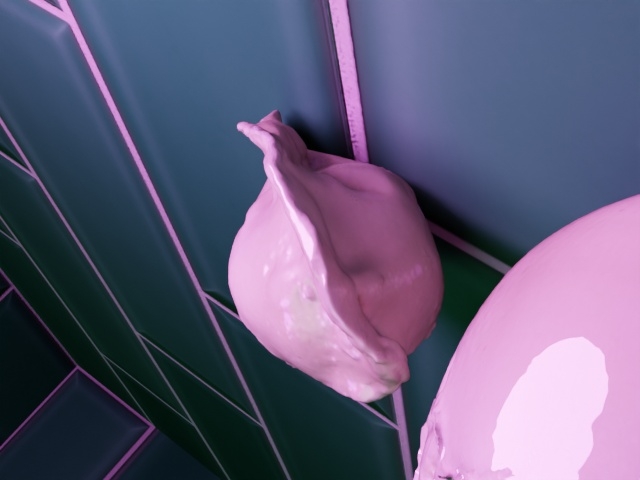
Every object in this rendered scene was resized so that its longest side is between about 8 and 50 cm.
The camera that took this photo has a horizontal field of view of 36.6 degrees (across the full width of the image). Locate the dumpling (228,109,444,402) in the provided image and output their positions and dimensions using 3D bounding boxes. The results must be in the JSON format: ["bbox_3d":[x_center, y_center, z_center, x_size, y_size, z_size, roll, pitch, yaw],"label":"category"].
[{"bbox_3d":[0.000,0.000,0.666,0.258,0.147,0.193,-114,1,-58],"label":"dumpling"}]

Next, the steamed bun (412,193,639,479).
[{"bbox_3d":[0.209,0.116,0.429,0.324,0.206,0.324,33,157,16],"label":"steamed bun"}]
